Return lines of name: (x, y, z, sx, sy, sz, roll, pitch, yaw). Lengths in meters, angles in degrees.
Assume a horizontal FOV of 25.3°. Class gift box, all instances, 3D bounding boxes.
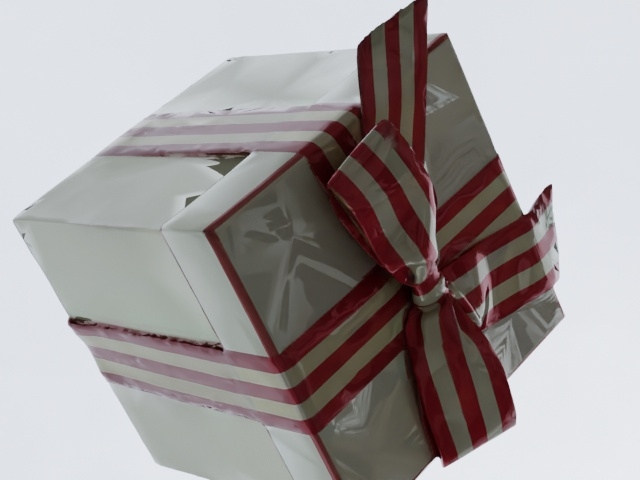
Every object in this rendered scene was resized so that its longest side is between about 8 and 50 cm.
gift box: (0.000, 0.000, 0.932, 0.276, 0.258, 0.255, -46, -59, -28)
